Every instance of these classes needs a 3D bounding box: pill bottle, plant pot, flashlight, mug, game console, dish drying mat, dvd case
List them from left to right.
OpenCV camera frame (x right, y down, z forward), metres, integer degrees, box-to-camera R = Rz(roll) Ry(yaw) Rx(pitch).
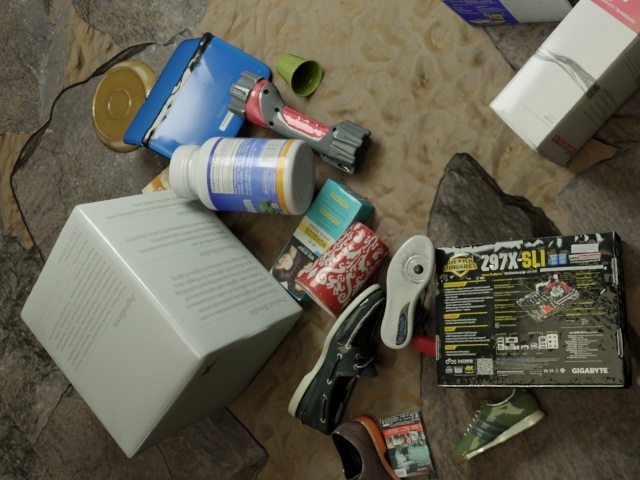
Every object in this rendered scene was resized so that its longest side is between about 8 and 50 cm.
[{"bbox_3d":[-0.496,-0.339,1.835,0.236,0.032,0.236,-2,87,29],"label":"plant pot"},{"bbox_3d":[-0.286,-0.307,1.671,0.250,0.173,0.293,29,83,-2],"label":"game console"},{"bbox_3d":[-0.159,-0.133,1.481,0.272,0.152,0.152,4,90,19],"label":"pill bottle"},{"bbox_3d":[-0.053,-0.361,1.561,0.079,0.083,0.083,40,107,37],"label":"plant pot"},{"bbox_3d":[-0.041,-0.251,1.510,0.304,0.103,0.103,25,64,16],"label":"flashlight"},{"bbox_3d":[0.051,0.061,1.451,0.113,0.150,0.169,39,82,28],"label":"mug"},{"bbox_3d":[0.171,0.400,1.431,0.087,0.013,0.119,-20,77,28],"label":"dvd case"},{"bbox_3d":[0.220,0.208,1.414,0.083,0.008,0.032,18,98,29],"label":"dish drying mat"}]

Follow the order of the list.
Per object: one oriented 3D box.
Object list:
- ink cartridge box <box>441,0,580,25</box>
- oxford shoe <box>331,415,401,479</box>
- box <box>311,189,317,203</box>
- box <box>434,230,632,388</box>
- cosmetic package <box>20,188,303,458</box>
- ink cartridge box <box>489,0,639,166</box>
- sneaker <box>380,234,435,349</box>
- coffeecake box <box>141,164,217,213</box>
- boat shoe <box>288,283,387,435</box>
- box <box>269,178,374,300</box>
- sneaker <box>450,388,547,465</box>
[{"bbox_3d":[0.324,-0.421,1.266,0.206,0.208,0.045,6,94,30],"label":"ink cartridge box"},{"bbox_3d":[0.099,0.479,1.412,0.097,0.098,0.271,-43,66,35],"label":"oxford shoe"},{"bbox_3d":[-0.057,-0.103,1.561,0.083,0.052,0.062,-13,82,28],"label":"box"},{"bbox_3d":[0.360,0.129,1.277,0.322,0.079,0.257,-7,73,29],"label":"box"},{"bbox_3d":[-0.326,0.148,1.500,0.393,0.329,0.327,47,120,16],"label":"cosmetic package"},{"bbox_3d":[0.435,-0.273,1.196,0.283,0.207,0.117,-50,65,19],"label":"ink cartridge box"},{"bbox_3d":[0.166,0.091,1.385,0.079,0.121,0.217,17,97,12],"label":"sneaker"},{"bbox_3d":[-0.307,-0.110,1.695,0.185,0.068,0.142,-38,70,23],"label":"coffeecake box"},{"bbox_3d":[0.058,0.246,1.439,0.113,0.127,0.340,39,108,24],"label":"boat shoe"},{"bbox_3d":[0.000,0.000,1.519,0.100,0.060,0.244,40,107,25],"label":"box"},{"bbox_3d":[0.307,0.328,1.330,0.192,0.064,0.086,-35,71,18],"label":"sneaker"}]
